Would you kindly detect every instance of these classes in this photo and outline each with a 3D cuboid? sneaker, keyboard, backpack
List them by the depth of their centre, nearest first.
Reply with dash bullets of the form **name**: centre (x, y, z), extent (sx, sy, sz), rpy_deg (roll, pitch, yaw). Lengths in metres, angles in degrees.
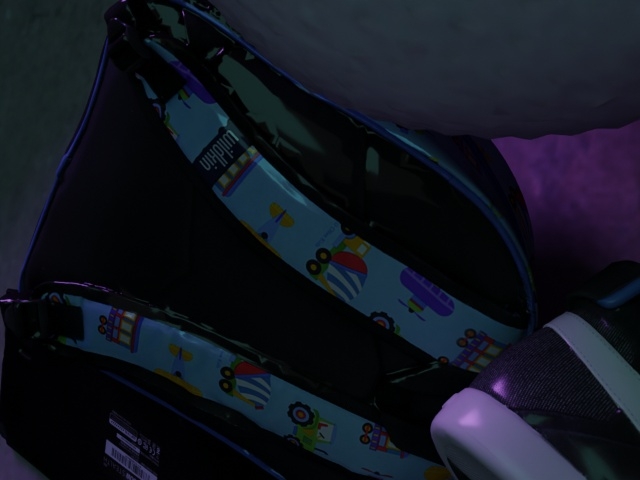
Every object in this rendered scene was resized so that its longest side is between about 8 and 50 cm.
- **sneaker**: centre (0.147, 0.083, 0.551), extent (0.121, 0.079, 0.217), rpy_deg (-43, 70, -13)
- **backpack**: centre (0.000, 0.000, 0.666), extent (0.173, 0.117, 0.158), rpy_deg (32, 121, 12)
- **keyboard**: centre (-0.060, 0.074, 0.766), extent (0.192, 0.038, 0.100), rpy_deg (30, 120, 40)

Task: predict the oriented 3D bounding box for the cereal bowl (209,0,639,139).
- **cereal bowl**: centre (0.119, -0.145, 0.555), extent (0.339, 0.141, 0.339), rpy_deg (-31, 26, 17)
